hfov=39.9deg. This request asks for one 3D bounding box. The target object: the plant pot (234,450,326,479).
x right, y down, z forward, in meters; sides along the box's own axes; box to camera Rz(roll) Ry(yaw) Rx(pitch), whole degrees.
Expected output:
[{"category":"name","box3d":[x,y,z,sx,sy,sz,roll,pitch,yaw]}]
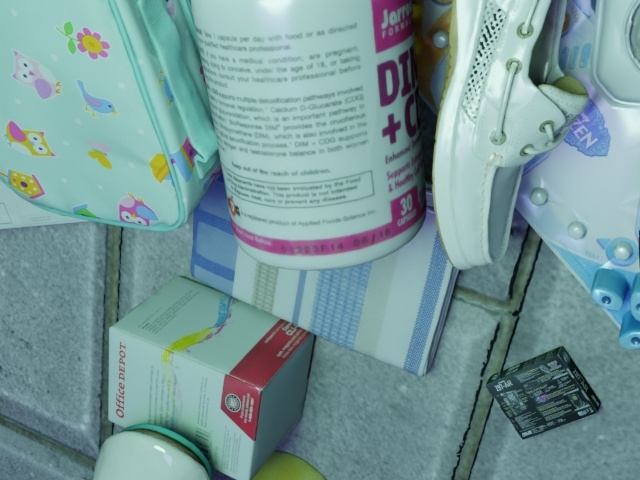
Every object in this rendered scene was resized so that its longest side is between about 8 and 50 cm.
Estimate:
[{"category":"plant pot","box3d":[-0.057,0.321,0.998,0.134,0.095,0.134,11,117,22]}]

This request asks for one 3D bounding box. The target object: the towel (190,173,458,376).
[{"category":"towel","box3d":[0.000,0.000,0.856,0.285,0.034,0.209,21,123,20]}]

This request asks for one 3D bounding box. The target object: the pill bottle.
[{"category":"pill bottle","box3d":[-0.008,-0.134,0.660,0.160,0.160,0.283,6,120,25]}]

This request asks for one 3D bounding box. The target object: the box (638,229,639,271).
[{"category":"box","box3d":[0.338,-0.019,0.540,0.183,0.056,0.231,15,147,-7]}]

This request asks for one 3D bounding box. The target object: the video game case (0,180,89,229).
[{"category":"video game case","box3d":[-0.313,-0.117,0.946,0.232,0.042,0.210,-5,112,24]}]

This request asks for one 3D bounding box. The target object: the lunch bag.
[{"category":"lunch bag","box3d":[-0.192,-0.138,0.716,0.224,0.108,0.279,7,136,22]}]

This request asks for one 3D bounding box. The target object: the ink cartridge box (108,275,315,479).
[{"category":"ink cartridge box","box3d":[-0.116,0.140,0.922,0.176,0.127,0.128,20,121,17]}]

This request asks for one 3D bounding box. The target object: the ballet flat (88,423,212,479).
[{"category":"ballet flat","box3d":[-0.214,0.309,0.967,0.139,0.139,0.400,46,149,1]}]

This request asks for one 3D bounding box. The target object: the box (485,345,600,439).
[{"category":"box","box3d":[0.207,0.144,0.824,0.083,0.018,0.067,-32,96,35]}]

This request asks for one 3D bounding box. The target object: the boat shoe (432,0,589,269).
[{"category":"boat shoe","box3d":[0.142,-0.100,0.633,0.096,0.098,0.277,11,116,24]}]

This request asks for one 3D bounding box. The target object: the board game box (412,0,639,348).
[{"category":"board game box","box3d":[0.262,-0.152,0.638,0.390,0.050,0.390,49,125,-1]}]
